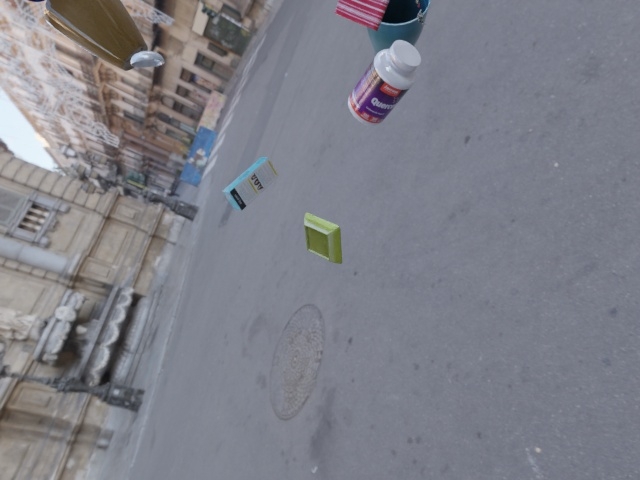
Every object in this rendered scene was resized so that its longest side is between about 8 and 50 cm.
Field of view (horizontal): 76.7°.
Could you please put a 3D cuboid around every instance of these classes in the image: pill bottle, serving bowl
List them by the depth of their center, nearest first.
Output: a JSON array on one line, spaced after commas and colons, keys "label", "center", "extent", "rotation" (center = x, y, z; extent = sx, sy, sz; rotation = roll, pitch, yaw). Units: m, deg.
[{"label": "serving bowl", "center": [-0.449, -0.472, 1.048], "extent": [0.083, 0.083, 0.028], "rotation": [-152, 52, -67]}, {"label": "pill bottle", "center": [0.253, -0.621, 1.611], "extent": [0.323, 0.181, 0.182], "rotation": [135, 150, -56]}]

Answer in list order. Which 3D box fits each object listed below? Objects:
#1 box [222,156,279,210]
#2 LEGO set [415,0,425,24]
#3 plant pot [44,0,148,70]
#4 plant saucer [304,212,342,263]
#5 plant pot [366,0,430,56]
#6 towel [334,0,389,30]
[{"label": "box", "center": [-0.293, -0.244, 1.723], "extent": [0.060, 0.101, 0.244], "rotation": [13, 51, 46]}, {"label": "LEGO set", "center": [0.339, -0.783, 1.396], "extent": [0.023, 0.083, 0.054], "rotation": [-19, 13, 19]}, {"label": "plant pot", "center": [-0.723, -0.714, 1.365], "extent": [0.237, 0.254, 0.237], "rotation": [-43, 15, 15]}, {"label": "plant saucer", "center": [0.000, 0.000, 1.655], "extent": [0.188, 0.045, 0.189], "rotation": [25, 135, 35]}, {"label": "plant pot", "center": [0.321, -0.926, 1.757], "extent": [0.255, 0.271, 0.272], "rotation": [75, -153, -67]}, {"label": "towel", "center": [0.165, -0.838, 1.286], "extent": [0.198, 0.031, 0.275], "rotation": [40, 121, 30]}]
